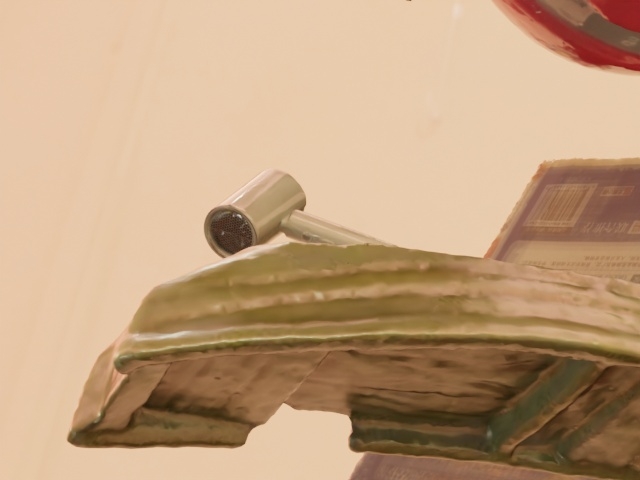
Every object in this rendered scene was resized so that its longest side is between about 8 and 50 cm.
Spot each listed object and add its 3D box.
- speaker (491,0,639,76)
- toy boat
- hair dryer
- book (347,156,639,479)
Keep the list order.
[{"bbox_3d":[0.222,-0.257,1.274,0.294,0.294,0.294,9,-32,6],"label":"speaker"},{"bbox_3d":[0.063,0.049,0.651,0.293,0.055,0.093,9,-33,-22],"label":"toy boat"},{"bbox_3d":[0.000,0.000,1.122,0.124,0.063,0.038,21,-58,21],"label":"hair dryer"},{"bbox_3d":[0.157,0.070,1.278,0.228,0.322,0.018,3,-37,50],"label":"book"}]
